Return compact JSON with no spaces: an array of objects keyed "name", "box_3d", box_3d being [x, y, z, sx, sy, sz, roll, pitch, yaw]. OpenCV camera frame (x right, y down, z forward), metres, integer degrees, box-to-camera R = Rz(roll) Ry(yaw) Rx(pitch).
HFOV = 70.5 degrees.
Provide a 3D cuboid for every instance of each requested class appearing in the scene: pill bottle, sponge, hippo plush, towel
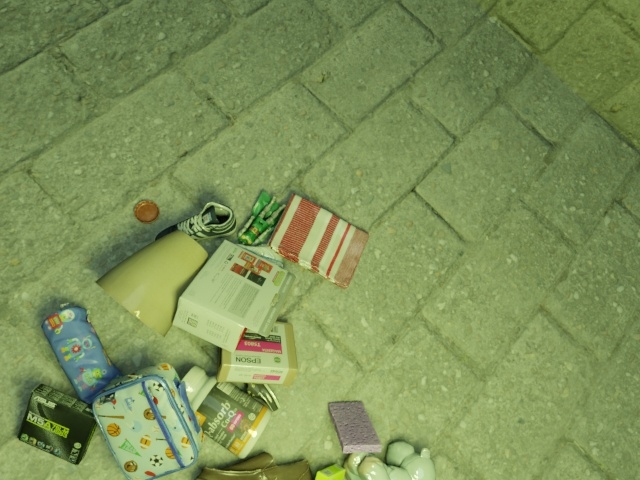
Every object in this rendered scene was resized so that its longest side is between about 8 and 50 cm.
[{"name":"pill bottle","box_3d":[-0.299,0.506,1.356,0.278,0.162,0.162,33,69,3]},{"name":"sponge","box_3d":[0.102,0.578,1.408,0.117,0.210,0.031,3,106,-12]},{"name":"hippo plush","box_3d":[0.233,0.700,1.366,0.237,0.294,0.234,-26,111,-28]},{"name":"towel","box_3d":[0.000,0.000,1.621,0.329,0.037,0.237,29,67,-12]}]

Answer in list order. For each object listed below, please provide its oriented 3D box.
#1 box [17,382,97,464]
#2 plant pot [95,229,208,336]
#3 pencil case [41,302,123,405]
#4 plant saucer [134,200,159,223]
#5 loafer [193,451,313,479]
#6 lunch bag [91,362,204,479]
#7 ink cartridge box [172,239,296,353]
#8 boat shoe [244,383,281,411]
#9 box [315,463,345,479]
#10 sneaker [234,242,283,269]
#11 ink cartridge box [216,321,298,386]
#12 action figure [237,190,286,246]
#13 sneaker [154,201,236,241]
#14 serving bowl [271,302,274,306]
[{"name":"box","box_3d":[-0.734,0.518,1.273,0.191,0.045,0.184,27,109,-3]},{"name":"plant pot","box_3d":[-0.483,0.108,1.389,0.256,0.256,0.274,39,71,2]},{"name":"pencil case","box_3d":[-0.703,0.336,1.347,0.133,0.119,0.306,-29,81,-21]},{"name":"plant saucer","box_3d":[-0.598,-0.097,1.561,0.084,0.013,0.083,3,73,-10]},{"name":"loafer","box_3d":[-0.191,0.705,1.354,0.366,0.134,0.130,14,50,-18]},{"name":"lunch bag","box_3d":[-0.463,0.493,1.241,0.243,0.115,0.303,-20,100,7]},{"name":"ink cartridge box","box_3d":[-0.254,0.178,1.405,0.272,0.130,0.309,26,35,0]},{"name":"boat shoe","box_3d":[-0.215,0.456,1.438,0.069,0.081,0.227,-35,75,-23]},{"name":"box","box_3d":[0.009,0.764,1.335,0.042,0.109,0.178,15,87,34]},{"name":"sneaker","box_3d":[-0.214,0.042,1.572,0.191,0.071,0.083,23,55,-24]},{"name":"ink cartridge box","box_3d":[-0.199,0.342,1.410,0.235,0.088,0.193,10,35,-19]},{"name":"action figure","box_3d":[-0.218,-0.053,1.608,0.137,0.063,0.232,38,73,-2]},{"name":"sneaker","box_3d":[-0.418,-0.047,1.509,0.282,0.153,0.099,-16,77,-16]},{"name":"serving bowl","box_3d":[-0.196,0.239,1.536,0.083,0.027,0.083,4,72,-11]}]
